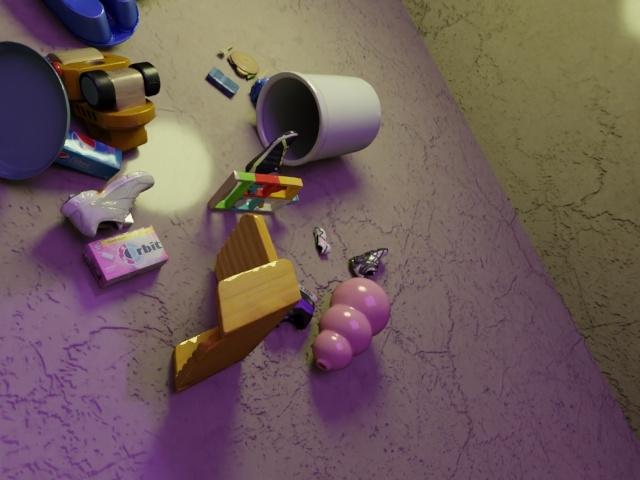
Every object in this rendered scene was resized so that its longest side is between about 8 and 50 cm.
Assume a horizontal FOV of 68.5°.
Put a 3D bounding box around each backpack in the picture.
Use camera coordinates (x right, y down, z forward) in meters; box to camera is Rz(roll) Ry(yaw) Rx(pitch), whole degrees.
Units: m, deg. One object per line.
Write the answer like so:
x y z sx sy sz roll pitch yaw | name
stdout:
-0.210 -0.579 1.817 0.101 0.120 0.098 51 45 -3 | backpack

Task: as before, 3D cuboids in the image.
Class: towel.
-0.365 -0.594 1.763 0.119 0.029 0.067 36 47 -16 | towel

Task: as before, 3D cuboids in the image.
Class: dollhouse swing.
-0.264 0.136 1.195 0.315 0.347 0.305 -19 69 -44 | dollhouse swing

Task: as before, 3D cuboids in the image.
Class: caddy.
-0.732 -0.780 1.473 0.241 0.179 0.341 -42 95 -23 | caddy

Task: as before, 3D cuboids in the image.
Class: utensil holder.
0.005 -0.471 1.788 0.385 0.327 0.328 -21 79 -46 | utensil holder

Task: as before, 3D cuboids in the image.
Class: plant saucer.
-0.729 -0.306 1.126 0.318 0.317 0.043 54 15 0 | plant saucer

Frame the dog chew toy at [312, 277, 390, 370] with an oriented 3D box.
0.088 0.274 1.507 0.206 0.206 0.332 46 53 -8 | dog chew toy

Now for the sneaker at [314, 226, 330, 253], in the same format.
0.000 0.000 1.701 0.043 0.040 0.109 -12 73 -41 | sneaker

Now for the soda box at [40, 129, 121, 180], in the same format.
-0.647 -0.237 1.254 0.210 0.071 0.067 21 52 -47 | soda box

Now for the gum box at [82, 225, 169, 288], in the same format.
-0.513 0.042 1.236 0.188 0.062 0.107 -24 81 -45 | gum box

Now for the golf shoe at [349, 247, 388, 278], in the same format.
0.193 0.086 1.794 0.198 0.077 0.094 -20 89 -37 | golf shoe

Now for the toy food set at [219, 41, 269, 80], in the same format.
-0.307 -0.705 1.879 0.192 0.038 0.132 35 40 -11 | toy food set

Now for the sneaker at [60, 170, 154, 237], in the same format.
-0.538 -0.090 1.244 0.262 0.099 0.121 -39 98 -43 | sneaker

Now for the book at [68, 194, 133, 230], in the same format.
-0.592 -0.081 1.269 0.144 0.035 0.096 -6 67 -43 | book

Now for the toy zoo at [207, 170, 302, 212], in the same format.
-0.191 -0.150 1.525 0.293 0.192 0.030 0 65 -39 | toy zoo

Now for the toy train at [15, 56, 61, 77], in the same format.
-0.755 -0.367 1.253 0.105 0.248 0.143 -21 39 -40 | toy train

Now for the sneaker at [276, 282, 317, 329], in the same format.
-0.139 0.182 1.433 0.293 0.102 0.146 31 50 -22 | sneaker

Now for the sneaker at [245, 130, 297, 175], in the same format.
-0.155 -0.281 1.637 0.097 0.234 0.084 50 11 0 | sneaker

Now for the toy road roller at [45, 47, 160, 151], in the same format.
-0.623 -0.397 1.350 0.329 0.241 0.202 26 38 26 | toy road roller
